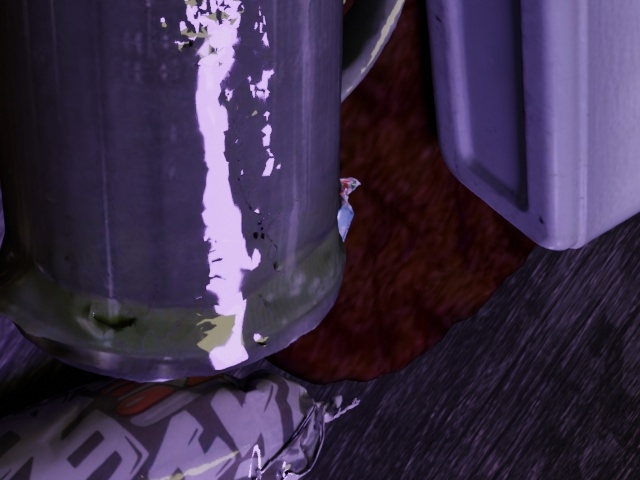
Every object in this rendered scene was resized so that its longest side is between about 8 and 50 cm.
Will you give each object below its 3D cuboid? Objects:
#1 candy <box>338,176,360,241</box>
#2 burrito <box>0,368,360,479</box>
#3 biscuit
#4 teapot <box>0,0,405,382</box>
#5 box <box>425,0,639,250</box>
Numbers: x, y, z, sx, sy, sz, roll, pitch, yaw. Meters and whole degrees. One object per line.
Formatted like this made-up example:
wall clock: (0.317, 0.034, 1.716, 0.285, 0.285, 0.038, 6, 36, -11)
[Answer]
candy: (-0.001, 0.000, 1.027, 0.030, 0.020, 0.083, 1, 117, -56)
burrito: (-0.158, 0.166, 1.044, 0.445, 0.101, 0.139, -26, 115, -29)
biscuit: (0.066, -0.094, 1.141, 0.407, 0.091, 0.407, -34, 141, -33)
teapot: (-0.054, -0.108, 0.838, 0.270, 0.200, 0.337, -29, 134, -38)
box: (0.163, -0.145, 0.996, 0.182, 0.175, 0.312, -34, 143, -20)
